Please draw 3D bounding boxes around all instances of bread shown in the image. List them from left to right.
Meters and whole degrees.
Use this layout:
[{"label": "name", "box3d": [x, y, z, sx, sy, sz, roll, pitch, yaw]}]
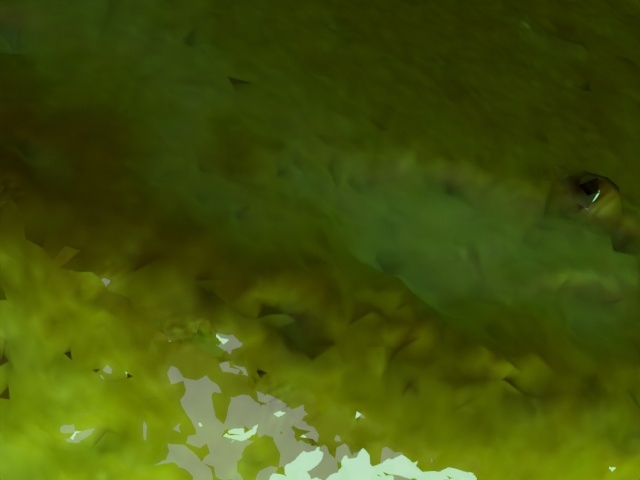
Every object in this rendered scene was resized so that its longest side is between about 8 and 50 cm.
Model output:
[{"label": "bread", "box3d": [-0.003, 0.000, 0.495, 0.358, 0.337, 0.204, 11, 121, -11]}]
